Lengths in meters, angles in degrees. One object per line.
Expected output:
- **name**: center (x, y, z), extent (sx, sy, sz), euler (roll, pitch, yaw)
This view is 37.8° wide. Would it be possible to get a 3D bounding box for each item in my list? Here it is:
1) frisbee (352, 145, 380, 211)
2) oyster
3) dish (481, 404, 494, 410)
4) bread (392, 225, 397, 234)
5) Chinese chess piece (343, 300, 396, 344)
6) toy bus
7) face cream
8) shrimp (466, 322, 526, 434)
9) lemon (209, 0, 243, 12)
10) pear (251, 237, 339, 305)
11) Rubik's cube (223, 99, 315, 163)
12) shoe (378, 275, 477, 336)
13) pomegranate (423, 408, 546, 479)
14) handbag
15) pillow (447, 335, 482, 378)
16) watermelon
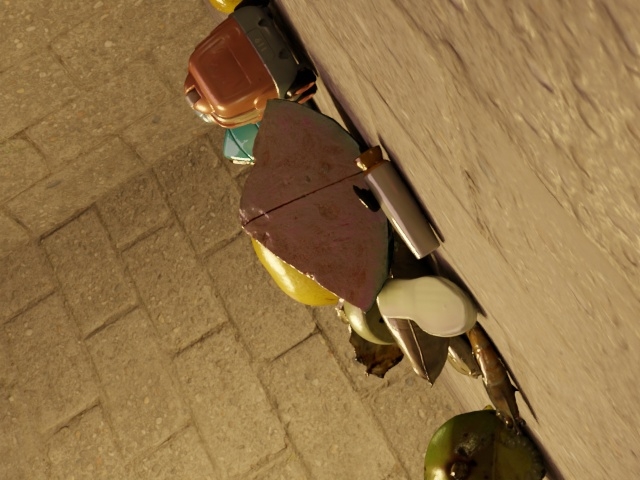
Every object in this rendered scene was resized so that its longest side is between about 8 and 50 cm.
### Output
- **frisbee**: center (0.115, -0.061, 1.513), extent (0.187, 0.012, 0.211), euler (45, -158, -21)
- **oyster**: center (0.113, 0.159, 2.019), extent (0.096, 0.221, 0.361), euler (32, 170, 45)
- **dish**: center (0.421, 0.485, 2.288), extent (0.149, 0.080, 0.208), euler (59, 178, 16)
- **bread**: center (0.101, -0.053, 1.885), extent (0.125, 0.068, 0.188), euler (59, 179, -26)
- **Chinese chess piece**: center (0.137, 0.117, 1.885), extent (0.083, 0.188, 0.188), euler (16, 143, 54)
- **toy bus**: center (-0.144, -0.309, 1.751), extent (0.194, 0.232, 0.287), euler (56, 177, -1)
- **face cream**: center (0.117, -0.058, 1.416), extent (0.182, 0.051, 0.072), euler (57, -176, 3)
- **shrimp**: center (0.297, 0.231, 1.618), extent (0.150, 0.051, 0.217), euler (-113, 0, -74)
- **lemon**: center (-0.204, -0.533, 2.015), extent (0.082, 0.082, 0.111), euler (58, 179, 14)
- **pear**: center (0.001, 0.014, 2.096), extent (0.336, 0.285, 0.285), euler (-6, -125, -44)
- **Rubik's cube**: center (-0.080, -0.282, 2.055), extent (0.254, 0.254, 0.254), euler (58, 179, 1)
- **shoe**: center (0.203, 0.103, 1.568), extent (0.265, 0.110, 0.095), euler (11, 96, 62)
- **pomegranate**: center (0.342, 0.488, 1.922), extent (0.260, 0.260, 0.341), euler (58, -178, 32)
- **handbag**: center (0.178, 0.123, 1.783), extent (0.182, 0.117, 0.271), euler (-76, -33, -65)
- **pillow**: center (0.285, 0.233, 1.947), extent (0.119, 0.053, 0.208), euler (54, 179, 6)
- **watermelon**: center (0.022, -0.060, 1.704), extent (0.319, 0.292, 0.222), euler (23, -178, 15)
